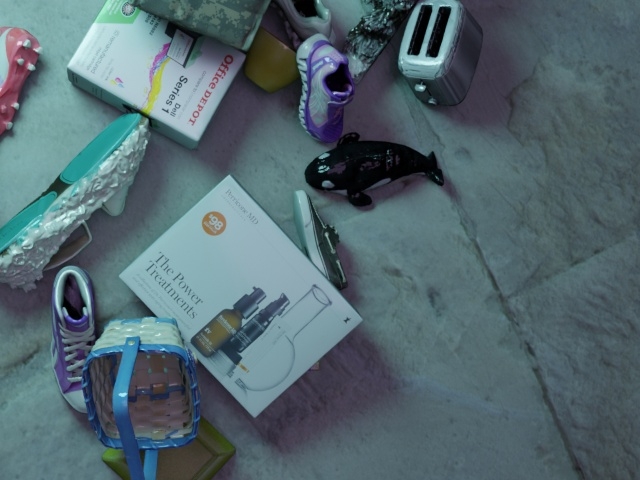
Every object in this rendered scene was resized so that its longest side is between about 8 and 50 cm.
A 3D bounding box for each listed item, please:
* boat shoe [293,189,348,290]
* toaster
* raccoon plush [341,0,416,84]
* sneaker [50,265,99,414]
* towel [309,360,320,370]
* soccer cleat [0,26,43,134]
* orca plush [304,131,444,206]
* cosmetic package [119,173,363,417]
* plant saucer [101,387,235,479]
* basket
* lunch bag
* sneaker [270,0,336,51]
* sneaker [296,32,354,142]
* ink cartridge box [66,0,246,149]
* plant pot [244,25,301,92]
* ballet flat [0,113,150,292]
[{"bbox_3d":[0.000,0.000,1.810,0.070,0.078,0.219,-18,99,-13],"label":"boat shoe"},{"bbox_3d":[0.246,-0.394,1.831,0.129,0.146,0.226,15,83,28],"label":"toaster"},{"bbox_3d":[0.083,-0.580,1.802,0.299,0.216,0.446,35,80,-1],"label":"raccoon plush"},{"bbox_3d":[-0.447,0.187,1.649,0.102,0.161,0.282,-11,91,-15],"label":"sneaker"},{"bbox_3d":[-0.041,0.234,1.817,0.083,0.009,0.060,2,86,-14],"label":"towel"},{"bbox_3d":[-0.609,-0.284,1.688,0.095,0.083,0.248,27,89,27],"label":"soccer cleat"},{"bbox_3d":[0.119,-0.143,1.827,0.287,0.102,0.151,9,85,-13],"label":"orca plush"},{"bbox_3d":[-0.149,0.104,1.727,0.284,0.097,0.377,-43,97,0],"label":"cosmetic package"},{"bbox_3d":[-0.287,0.413,1.731,0.188,0.045,0.188,45,78,-8],"label":"plant saucer"},{"bbox_3d":[-0.313,0.278,1.580,0.201,0.289,0.254,-1,124,1],"label":"basket"},{"bbox_3d":[-0.234,-0.491,1.657,0.235,0.287,0.168,17,111,-28],"label":"lunch bag"},{"bbox_3d":[-0.071,-0.501,1.780,0.110,0.118,0.292,-39,81,-11],"label":"sneaker"},{"bbox_3d":[0.020,-0.280,1.759,0.105,0.236,0.095,32,56,34],"label":"sneaker"},{"bbox_3d":[-0.311,-0.330,1.729,0.278,0.117,0.201,30,81,-11],"label":"ink cartridge box"},{"bbox_3d":[-0.097,-0.349,1.785,0.134,0.134,0.095,34,100,-9],"label":"plant pot"},{"bbox_3d":[-0.456,-0.066,1.693,0.409,0.147,0.147,-44,97,-9],"label":"ballet flat"}]
